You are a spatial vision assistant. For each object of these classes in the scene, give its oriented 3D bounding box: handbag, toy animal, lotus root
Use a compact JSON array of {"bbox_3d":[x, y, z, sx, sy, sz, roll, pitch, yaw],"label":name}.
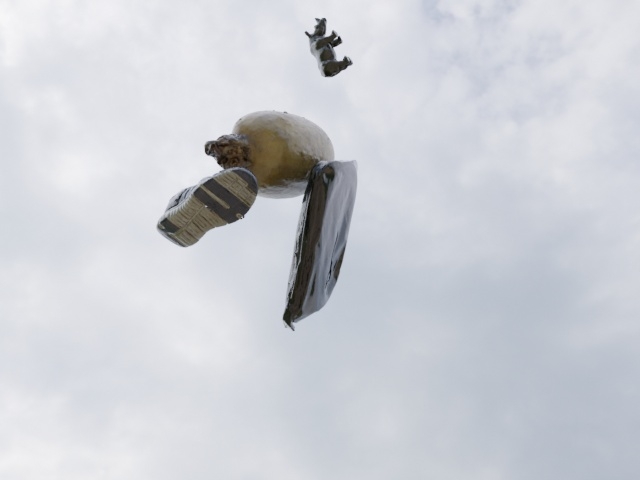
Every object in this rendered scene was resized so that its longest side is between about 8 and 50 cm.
[{"bbox_3d":[-0.001,0.003,1.051,0.075,0.191,0.332,18,-75,17],"label":"handbag"},{"bbox_3d":[0.010,-0.374,1.038,0.065,0.047,0.136,-26,-105,19],"label":"toy animal"},{"bbox_3d":[-0.087,-0.162,1.040,0.151,0.342,0.169,41,-69,18],"label":"lotus root"}]

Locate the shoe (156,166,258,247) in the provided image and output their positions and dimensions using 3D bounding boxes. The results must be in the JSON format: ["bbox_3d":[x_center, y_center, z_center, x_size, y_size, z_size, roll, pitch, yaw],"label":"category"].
[{"bbox_3d":[-0.192,-0.071,0.919,0.207,0.106,0.091,-26,-52,30],"label":"shoe"}]
